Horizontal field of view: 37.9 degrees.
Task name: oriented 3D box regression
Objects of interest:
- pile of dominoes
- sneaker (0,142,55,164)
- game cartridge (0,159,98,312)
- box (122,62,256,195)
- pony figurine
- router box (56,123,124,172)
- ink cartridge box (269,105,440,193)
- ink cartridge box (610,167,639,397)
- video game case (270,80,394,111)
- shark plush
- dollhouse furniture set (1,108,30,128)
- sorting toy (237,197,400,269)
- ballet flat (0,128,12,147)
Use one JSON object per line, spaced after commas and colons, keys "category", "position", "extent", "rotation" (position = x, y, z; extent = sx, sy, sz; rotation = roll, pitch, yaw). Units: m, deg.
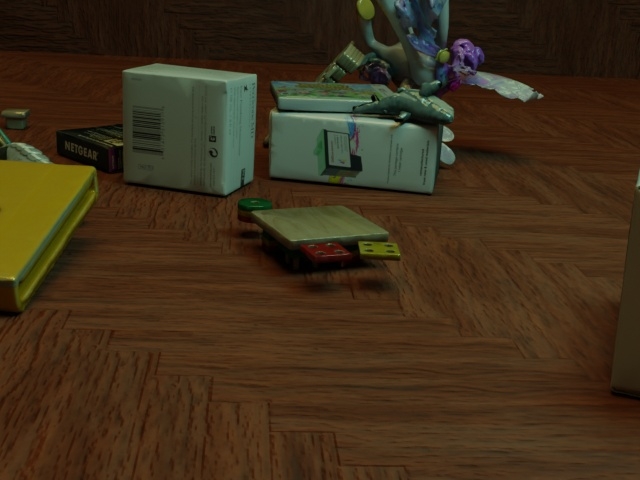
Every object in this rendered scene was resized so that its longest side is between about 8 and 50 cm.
{"category": "pile of dominoes", "position": [-0.014, -0.277, 1.825], "extent": [0.040, 0.251, 0.196], "rotation": [41, 33, -9]}
{"category": "sneaker", "position": [-0.429, -0.077, 1.263], "extent": [0.229, 0.086, 0.132], "rotation": [18, 21, 38]}
{"category": "game cartridge", "position": [-0.449, -0.018, 1.059], "extent": [0.324, 0.052, 0.285], "rotation": [3, 28, 4]}
{"category": "box", "position": [-0.206, -0.178, 1.471], "extent": [0.182, 0.180, 0.119], "rotation": [8, 18, 16]}
{"category": "pony figurine", "position": [0.207, -0.331, 1.806], "extent": [0.303, 0.363, 0.351], "rotation": [-28, 33, -17]}
{"category": "router box", "position": [-0.359, -0.164, 1.628], "extent": [0.133, 0.046, 0.179], "rotation": [-13, 23, -41]}
{"category": "ink cartridge box", "position": [0.066, -0.170, 1.601], "extent": [0.278, 0.117, 0.201], "rotation": [7, 18, 9]}
{"category": "ink cartridge box", "position": [0.358, 0.019, 0.908], "extent": [0.114, 0.196, 0.273], "rotation": [7, 17, 18]}
{"category": "video game case", "position": [0.025, -0.249, 1.607], "extent": [0.213, 0.023, 0.193], "rotation": [0, 17, -7]}
{"category": "shark plush", "position": [0.132, -0.214, 1.483], "extent": [0.161, 0.073, 0.067], "rotation": [10, 50, 4]}
{"category": "dollhouse furniture set", "position": [-0.747, -0.274, 1.702], "extent": [0.356, 0.173, 0.303], "rotation": [2, 18, -4]}
{"category": "sorting toy", "position": [0.000, 0.000, 1.159], "extent": [0.132, 0.046, 0.274], "rotation": [-5, 18, -25]}
{"category": "ballet flat", "position": [-0.582, -0.178, 1.601], "extent": [0.073, 0.080, 0.232], "rotation": [-37, 39, -10]}
